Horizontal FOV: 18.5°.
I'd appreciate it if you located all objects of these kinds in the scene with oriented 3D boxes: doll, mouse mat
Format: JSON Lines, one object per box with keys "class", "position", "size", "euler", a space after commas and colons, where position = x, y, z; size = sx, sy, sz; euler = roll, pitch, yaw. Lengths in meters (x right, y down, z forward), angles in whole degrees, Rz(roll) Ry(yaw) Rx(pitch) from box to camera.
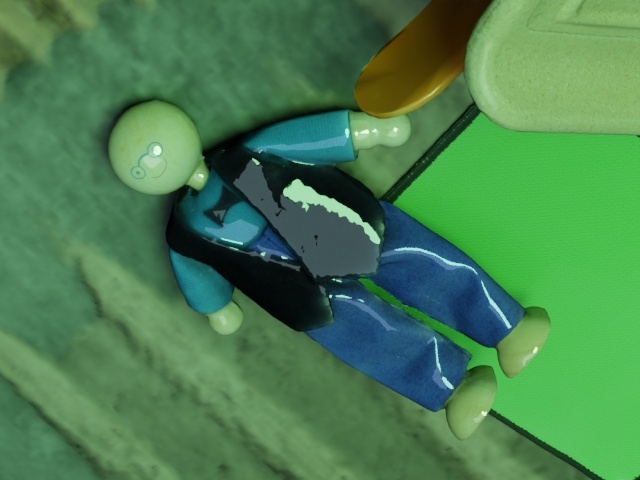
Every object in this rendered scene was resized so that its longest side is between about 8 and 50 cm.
{"class": "doll", "position": [0.000, 0.000, 0.786], "size": [0.189, 0.046, 0.129], "euler": [32, 119, -9]}
{"class": "mouse mat", "position": [0.109, 0.021, 0.827], "size": [0.189, 0.007, 0.152], "euler": [32, 120, -21]}

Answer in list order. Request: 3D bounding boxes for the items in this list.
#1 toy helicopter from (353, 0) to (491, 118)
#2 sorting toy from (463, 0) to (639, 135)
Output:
{"class": "toy helicopter", "position": [0.094, -0.176, 0.611], "size": [0.355, 0.140, 0.235], "euler": [-13, 125, 6]}
{"class": "sorting toy", "position": [0.206, -0.127, 0.626], "size": [0.307, 0.041, 0.229], "euler": [-1, 136, -39]}
